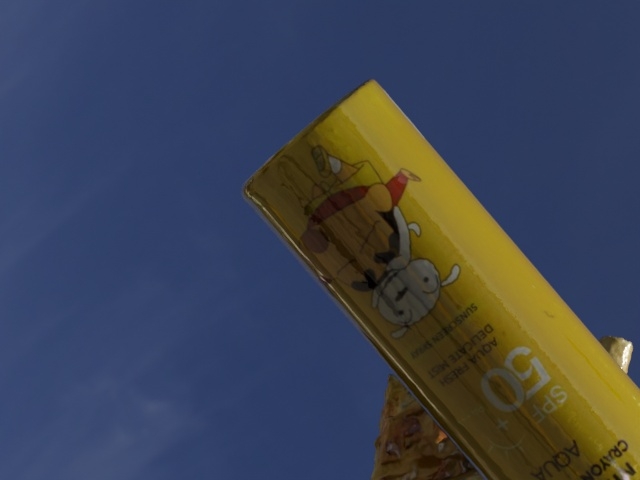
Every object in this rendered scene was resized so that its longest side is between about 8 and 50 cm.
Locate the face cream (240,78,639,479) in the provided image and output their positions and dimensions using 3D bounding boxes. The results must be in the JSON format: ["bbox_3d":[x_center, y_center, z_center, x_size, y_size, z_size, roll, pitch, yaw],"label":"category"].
[{"bbox_3d":[0.103,0.070,1.026,0.348,0.105,0.105,50,-51,-1],"label":"face cream"}]

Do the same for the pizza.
[{"bbox_3d":[0.137,0.148,1.456,0.056,0.271,0.134,99,-31,-79],"label":"pizza"}]
